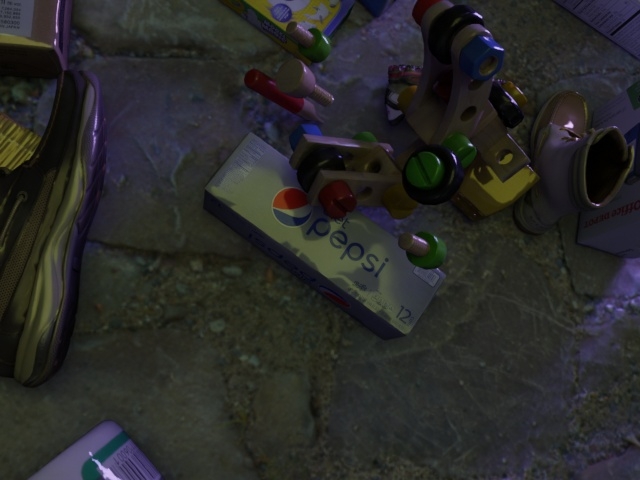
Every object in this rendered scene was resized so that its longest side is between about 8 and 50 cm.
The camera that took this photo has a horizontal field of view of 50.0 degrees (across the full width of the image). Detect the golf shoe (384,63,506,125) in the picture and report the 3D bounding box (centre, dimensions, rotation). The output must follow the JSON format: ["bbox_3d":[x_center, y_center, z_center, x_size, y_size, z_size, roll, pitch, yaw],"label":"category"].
[{"bbox_3d":[0.173,-0.187,0.924,0.186,0.067,0.086,2,106,-14],"label":"golf shoe"}]

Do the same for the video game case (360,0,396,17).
[{"bbox_3d":[0.070,-0.489,0.964,0.269,0.061,0.244,44,72,0],"label":"video game case"}]

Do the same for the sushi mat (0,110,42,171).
[{"bbox_3d":[-0.470,-0.036,0.767,0.151,0.019,0.316,36,73,-4],"label":"sushi mat"}]

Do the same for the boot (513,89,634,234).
[{"bbox_3d":[0.333,-0.120,0.881,0.077,0.165,0.213,22,76,-7],"label":"boot"}]

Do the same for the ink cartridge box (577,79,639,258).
[{"bbox_3d":[0.430,-0.097,0.904,0.093,0.154,0.212,14,75,-9],"label":"ink cartridge box"}]

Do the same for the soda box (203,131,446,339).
[{"bbox_3d":[0.000,0.000,0.819,0.286,0.098,0.091,36,75,-2],"label":"soda box"}]

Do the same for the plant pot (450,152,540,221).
[{"bbox_3d":[0.216,-0.071,0.894,0.081,0.081,0.083,43,79,0],"label":"plant pot"}]

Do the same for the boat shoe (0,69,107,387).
[{"bbox_3d":[-0.315,-0.027,0.739,0.130,0.132,0.355,10,75,-13],"label":"boat shoe"}]

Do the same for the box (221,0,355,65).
[{"bbox_3d":[-0.055,-0.328,0.911,0.179,0.043,0.105,35,73,-1],"label":"box"}]

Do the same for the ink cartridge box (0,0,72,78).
[{"bbox_3d":[-0.416,-0.300,0.803,0.234,0.088,0.193,1,79,-11],"label":"ink cartridge box"}]

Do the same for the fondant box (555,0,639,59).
[{"bbox_3d":[0.503,-0.406,1.020,0.330,0.096,0.238,33,73,-4],"label":"fondant box"}]

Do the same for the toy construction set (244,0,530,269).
[{"bbox_3d":[0.093,-0.128,0.797,0.308,0.237,0.257,28,95,37],"label":"toy construction set"}]

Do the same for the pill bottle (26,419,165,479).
[{"bbox_3d":[-0.167,0.370,0.646,0.204,0.204,0.361,-39,88,-17],"label":"pill bottle"}]
